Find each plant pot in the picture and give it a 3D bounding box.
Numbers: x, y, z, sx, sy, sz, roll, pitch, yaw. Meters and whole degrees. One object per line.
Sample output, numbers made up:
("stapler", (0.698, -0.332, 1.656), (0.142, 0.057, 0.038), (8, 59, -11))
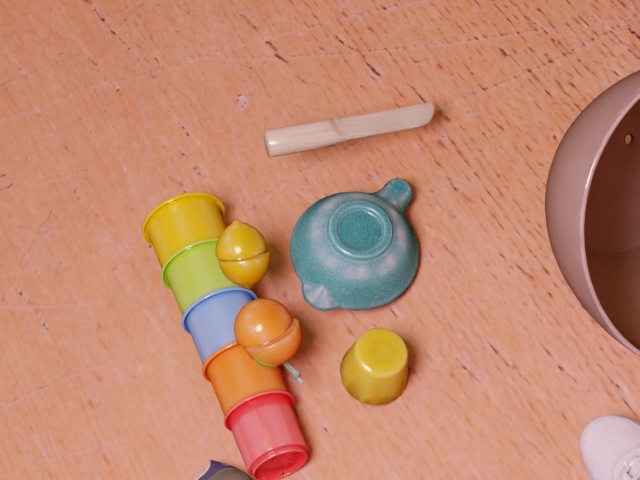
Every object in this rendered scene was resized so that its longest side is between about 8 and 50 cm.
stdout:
("plant pot", (0.318, -0.039, 1.364), (0.284, 0.284, 0.191), (-44, 22, -6))

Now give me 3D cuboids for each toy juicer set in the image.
("toy juicer set", (0.000, 0.000, 1.526), (0.209, 0.089, 0.329), (8, 65, -2))

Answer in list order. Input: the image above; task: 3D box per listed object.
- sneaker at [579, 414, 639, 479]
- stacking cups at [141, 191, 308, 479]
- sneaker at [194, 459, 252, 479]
("sneaker", (0.310, 0.225, 1.284), (0.090, 0.115, 0.232), (-42, 56, -5))
("stacking cups", (-0.101, 0.099, 1.527), (0.096, 0.096, 0.316), (-25, 57, 6))
("sneaker", (-0.140, 0.296, 1.455), (0.192, 0.064, 0.086), (-45, 49, -7))
